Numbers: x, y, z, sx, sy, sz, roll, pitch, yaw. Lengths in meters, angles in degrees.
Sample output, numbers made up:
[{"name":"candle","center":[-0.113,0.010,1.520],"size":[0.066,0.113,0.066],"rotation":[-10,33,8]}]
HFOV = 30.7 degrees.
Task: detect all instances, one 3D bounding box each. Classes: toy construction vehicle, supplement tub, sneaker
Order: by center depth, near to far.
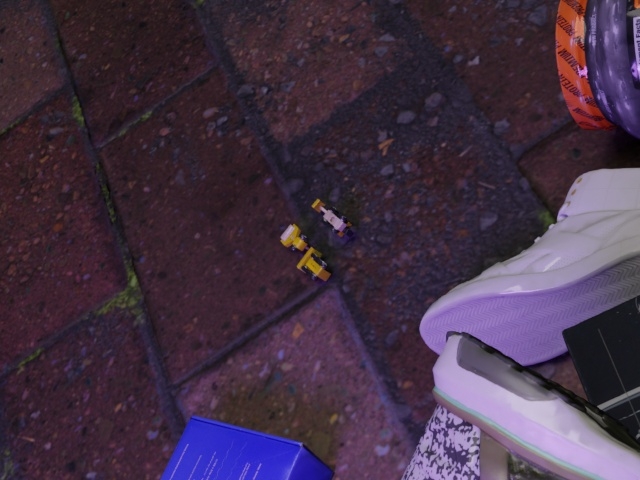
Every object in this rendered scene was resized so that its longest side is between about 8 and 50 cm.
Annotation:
[{"name":"sneaker","center":[0.198,0.231,0.811],"size":[0.410,0.158,0.182],"rotation":[36,96,48]},{"name":"supplement tub","center":[0.424,-0.206,1.174],"size":[0.338,0.207,0.207],"rotation":[-3,56,33]},{"name":"sneaker","center":[0.246,0.025,1.210],"size":[0.293,0.108,0.169],"rotation":[-20,30,30]},{"name":"toy construction vehicle","center":[0.000,0.000,1.433],"size":[0.086,0.035,0.098],"rotation":[-54,42,3]}]

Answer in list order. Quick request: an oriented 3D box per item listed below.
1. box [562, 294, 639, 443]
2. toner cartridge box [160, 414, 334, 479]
[{"name":"box","center":[0.407,0.176,0.915],"size":[0.313,0.179,0.343],"rotation":[-28,46,15]},{"name":"toner cartridge box","center":[-0.131,0.364,1.210],"size":[0.165,0.075,0.347],"rotation":[7,61,38]}]
